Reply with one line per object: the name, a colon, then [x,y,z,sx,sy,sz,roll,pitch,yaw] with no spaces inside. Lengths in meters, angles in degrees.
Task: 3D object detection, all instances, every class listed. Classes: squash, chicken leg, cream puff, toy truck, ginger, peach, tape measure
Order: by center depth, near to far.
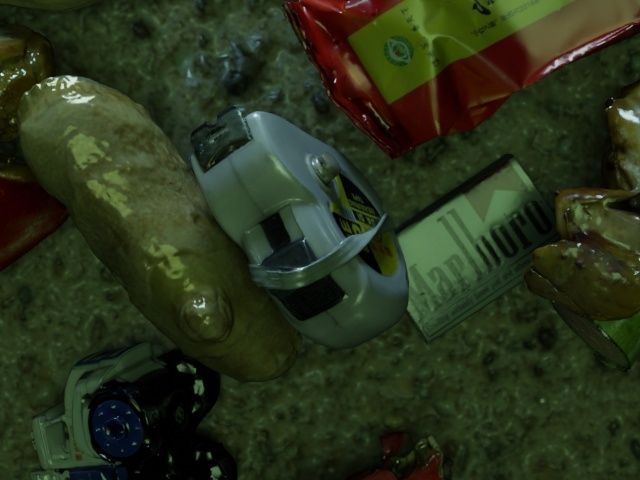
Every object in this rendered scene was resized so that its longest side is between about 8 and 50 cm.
chicken leg: [0.335,0.034,1.025,0.295,0.182,0.409,-16,67,-15]
tape measure: [0.000,0.000,1.035,0.120,0.236,0.197,-32,65,21]
ginger: [-0.145,-0.003,1.058,0.126,0.190,0.354,-38,100,14]
cream puff: [-0.312,-0.142,1.073,0.126,0.144,0.103,6,113,20]
peach: [-0.378,-0.024,1.080,0.268,0.159,0.153,19,101,-5]
toy truck: [-0.192,0.210,1.120,0.177,0.161,0.213,-9,96,23]
squash: [0.309,0.049,1.136,0.132,0.105,0.105,-43,96,-7]

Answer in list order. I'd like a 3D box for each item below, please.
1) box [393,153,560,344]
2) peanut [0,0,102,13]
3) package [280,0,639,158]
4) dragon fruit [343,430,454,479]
box: [0.147,0.009,1.151,0.177,0.036,0.115,-34,95,2]
peanut: [-0.288,-0.271,1.071,0.257,0.123,0.123,-5,96,-4]
package: [0.189,-0.242,1.082,0.424,0.123,0.195,-29,94,2]
dragon fruit: [0.061,0.288,1.142,0.262,0.134,0.211,34,82,-20]
